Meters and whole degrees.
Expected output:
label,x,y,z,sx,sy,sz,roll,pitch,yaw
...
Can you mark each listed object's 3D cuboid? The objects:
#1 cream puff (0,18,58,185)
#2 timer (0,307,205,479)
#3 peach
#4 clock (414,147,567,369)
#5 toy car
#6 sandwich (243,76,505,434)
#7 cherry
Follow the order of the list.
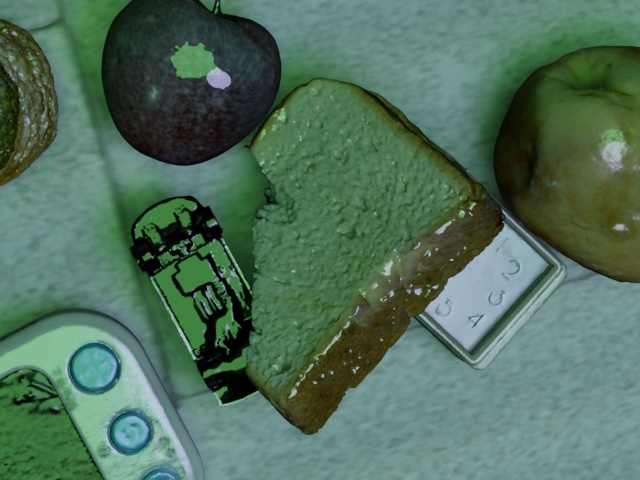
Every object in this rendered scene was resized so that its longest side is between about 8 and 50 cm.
label,x,y,z,sx,sy,sz,roll,pitch,yaw
cream puff,-0.332,-0.125,1.407,0.183,0.169,0.183,-1,95,-7
timer,-0.252,0.207,1.495,0.237,0.087,0.262,-28,99,-6
peach,0.280,-0.064,1.495,0.214,0.214,0.236,-18,113,-6
clock,0.133,0.015,1.542,0.192,0.071,0.147,43,88,-10
toy car,-0.109,0.055,1.495,0.089,0.108,0.210,-29,95,-2
sandwich,0.002,0.002,1.445,0.288,0.099,0.254,-49,58,-2
cherry,-0.129,-0.155,1.450,0.176,0.140,0.176,-2,109,-7
